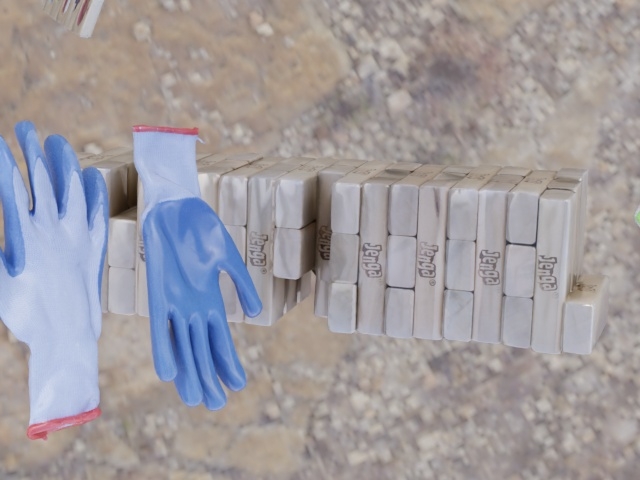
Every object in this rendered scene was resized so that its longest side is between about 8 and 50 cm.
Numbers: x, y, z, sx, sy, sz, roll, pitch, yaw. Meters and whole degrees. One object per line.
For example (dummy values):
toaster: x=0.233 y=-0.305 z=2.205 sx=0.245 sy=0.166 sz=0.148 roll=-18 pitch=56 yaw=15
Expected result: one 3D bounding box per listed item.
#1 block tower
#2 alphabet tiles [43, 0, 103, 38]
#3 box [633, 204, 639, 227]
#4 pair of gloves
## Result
block tower: x=0.000 y=0.000 z=0.994 sx=0.335 sy=0.091 sz=0.097 roll=5 pitch=103 yaw=16
alphabet tiles: x=-0.115 y=-0.243 z=1.036 sx=0.009 sy=0.198 sz=0.237 roll=21 pitch=96 yaw=-18
box: x=0.286 y=0.016 z=0.612 sx=0.058 sy=0.322 sz=0.232 roll=15 pitch=123 yaw=-45
pair of gloves: x=-0.102 y=0.016 z=0.864 sx=0.023 sy=0.159 sz=0.198 roll=-11 pitch=176 yaw=37
